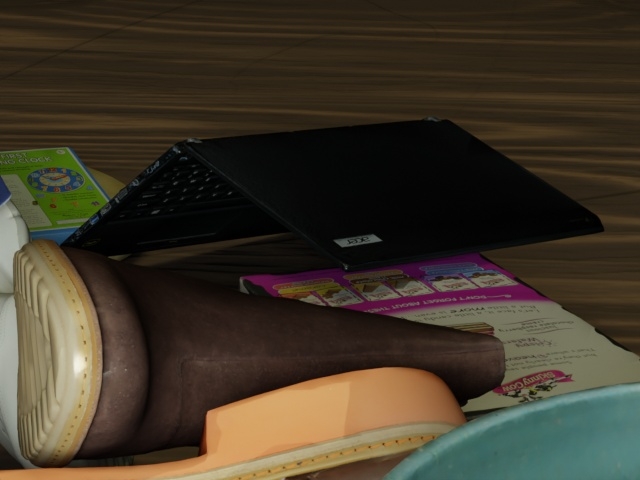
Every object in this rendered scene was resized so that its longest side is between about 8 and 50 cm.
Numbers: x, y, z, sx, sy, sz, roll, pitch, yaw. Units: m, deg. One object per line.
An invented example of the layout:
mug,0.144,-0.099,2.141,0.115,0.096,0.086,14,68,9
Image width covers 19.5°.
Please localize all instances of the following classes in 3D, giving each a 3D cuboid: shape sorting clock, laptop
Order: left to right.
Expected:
shape sorting clock,-0.225,-0.018,1.322,0.206,0.040,0.206,8,28,-4
laptop,0.000,0.000,1.202,0.234,0.137,0.264,-7,-20,-42

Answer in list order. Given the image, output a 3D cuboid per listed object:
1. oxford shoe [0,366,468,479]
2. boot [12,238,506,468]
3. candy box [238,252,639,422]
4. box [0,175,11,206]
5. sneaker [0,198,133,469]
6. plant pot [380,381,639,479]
oxford shoe,-0.089,0.158,0.656,0.363,0.130,0.133,-19,56,-15
boot,-0.023,0.044,0.778,0.207,0.090,0.248,-2,-5,-8
candy box,0.067,0.079,1.005,0.159,0.071,0.233,-6,19,-21
box,-0.287,0.009,1.062,0.225,0.036,0.136,-33,24,-6
sneaker,-0.187,0.068,1.005,0.129,0.111,0.297,-22,22,-16
plant pot,0.149,0.180,0.492,0.293,0.196,0.293,1,18,0
